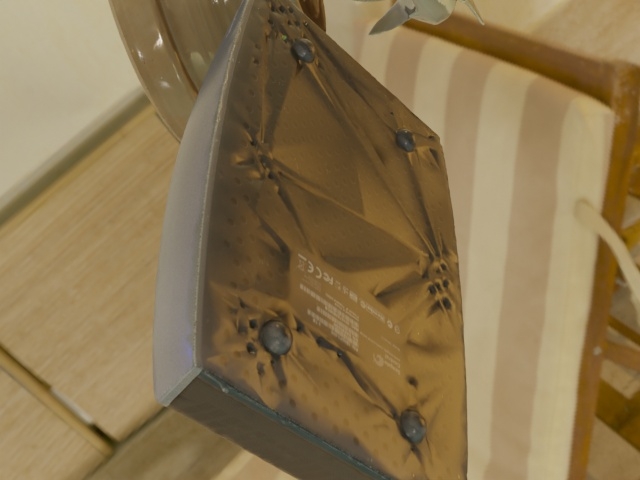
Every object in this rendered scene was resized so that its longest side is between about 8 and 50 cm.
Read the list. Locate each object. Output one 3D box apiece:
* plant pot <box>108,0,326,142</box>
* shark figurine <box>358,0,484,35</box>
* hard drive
[{"bbox_3d":[-0.064,-0.188,0.708,0.110,0.237,0.237,-12,38,13],"label":"plant pot"},{"bbox_3d":[0.089,-0.253,1.003,0.116,0.166,0.278,-30,18,21],"label":"shark figurine"},{"bbox_3d":[0.000,0.000,0.464,0.054,0.172,0.254,-32,37,32],"label":"hard drive"}]
